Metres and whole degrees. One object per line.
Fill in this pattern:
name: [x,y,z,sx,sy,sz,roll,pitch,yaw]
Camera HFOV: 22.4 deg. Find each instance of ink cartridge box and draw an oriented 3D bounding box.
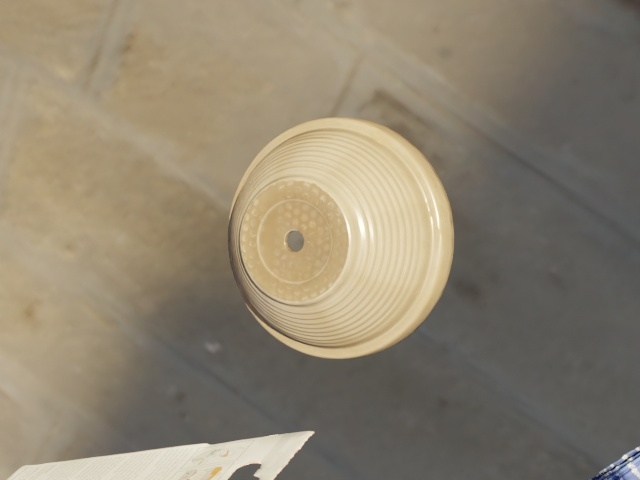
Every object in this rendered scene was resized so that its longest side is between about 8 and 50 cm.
ink cartridge box: [-0.128,0.185,1.028,0.225,0.181,0.056,-8,102,19]

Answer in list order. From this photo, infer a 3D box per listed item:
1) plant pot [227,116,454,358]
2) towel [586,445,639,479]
plant pot: [0.000,0.000,1.549,0.237,0.110,0.237,2,94,26]
towel: [0.410,0.352,2.070,0.336,0.040,0.243,-37,130,17]
